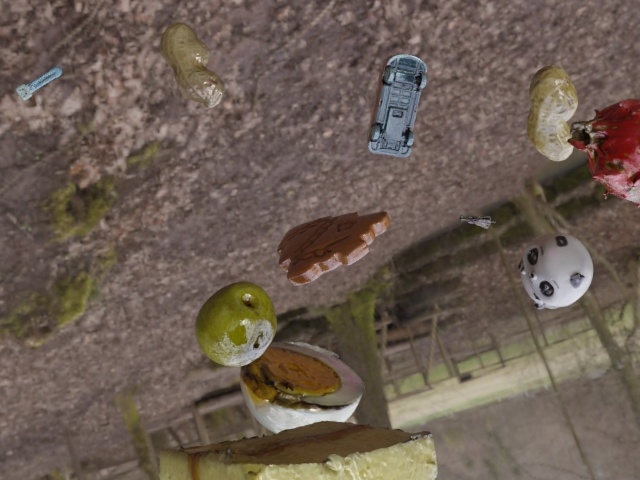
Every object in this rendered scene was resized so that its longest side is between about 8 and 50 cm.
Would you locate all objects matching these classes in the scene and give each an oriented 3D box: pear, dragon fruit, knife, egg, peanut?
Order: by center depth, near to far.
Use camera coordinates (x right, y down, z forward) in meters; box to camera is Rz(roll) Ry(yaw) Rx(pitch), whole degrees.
[{"bbox_3d":[-0.125,0.141,1.228,0.141,0.104,0.141,-27,145,-21],"label":"pear"},{"bbox_3d":[0.581,-0.172,1.415,0.268,0.205,0.210,16,138,-12],"label":"dragon fruit"},{"bbox_3d":[-0.532,-0.301,1.469,0.096,0.027,0.010,-41,-162,-23],"label":"knife"},{"bbox_3d":[-0.050,0.339,1.629,0.264,0.174,0.286,12,-169,-11],"label":"egg"},{"bbox_3d":[0.511,-0.277,1.712,0.098,0.103,0.229,-22,129,-13],"label":"peanut"},{"bbox_3d":[-0.292,-0.395,1.758,0.104,0.228,0.085,-28,166,9],"label":"peanut"}]

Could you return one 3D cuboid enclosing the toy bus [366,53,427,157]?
[{"bbox_3d":[0.197,-0.363,2.057,0.121,0.265,0.120,7,-163,-12],"label":"toy bus"}]

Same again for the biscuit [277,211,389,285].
[{"bbox_3d":[0.000,0.000,1.788,0.284,0.043,0.306,-35,-155,-22],"label":"biscuit"}]

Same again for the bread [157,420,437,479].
[{"bbox_3d":[-0.029,0.258,0.905,0.236,0.198,0.263,-37,-167,-31],"label":"bread"}]

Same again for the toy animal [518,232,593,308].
[{"bbox_3d":[0.606,0.076,1.992,0.165,0.187,0.235,-23,166,5],"label":"toy animal"}]

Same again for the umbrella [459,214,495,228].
[{"bbox_3d":[0.367,-0.047,1.812,0.083,0.020,0.031,5,130,5],"label":"umbrella"}]
